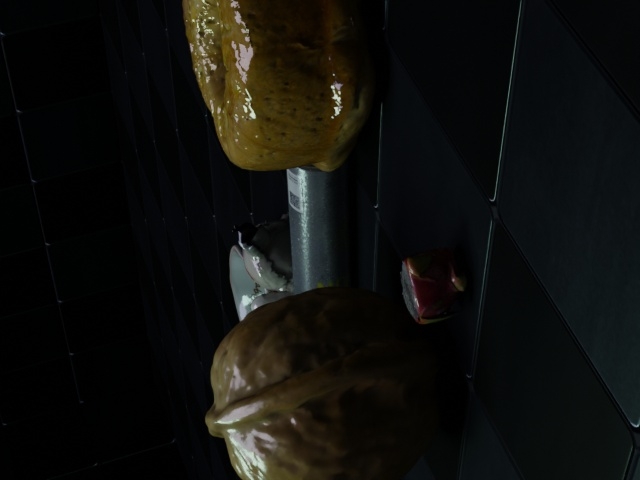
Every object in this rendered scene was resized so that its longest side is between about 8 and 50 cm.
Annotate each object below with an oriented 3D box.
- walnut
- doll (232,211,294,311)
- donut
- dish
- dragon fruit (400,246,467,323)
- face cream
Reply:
[{"bbox_3d":[0.002,0.163,1.440,0.257,0.257,0.225,132,123,-74],"label":"walnut"},{"bbox_3d":[-0.043,0.049,1.801,0.095,0.149,0.192,-16,98,35],"label":"doll"},{"bbox_3d":[-0.049,-0.220,1.447,0.299,0.150,0.317,-128,27,-60],"label":"donut"},{"bbox_3d":[-0.058,0.105,1.987,0.229,0.081,0.230,163,90,-73],"label":"dish"},{"bbox_3d":[0.109,0.046,1.301,0.083,0.056,0.060,94,159,-64],"label":"dragon fruit"},{"bbox_3d":[0.000,0.000,1.646,0.073,0.073,0.284,-119,20,-45],"label":"face cream"}]
